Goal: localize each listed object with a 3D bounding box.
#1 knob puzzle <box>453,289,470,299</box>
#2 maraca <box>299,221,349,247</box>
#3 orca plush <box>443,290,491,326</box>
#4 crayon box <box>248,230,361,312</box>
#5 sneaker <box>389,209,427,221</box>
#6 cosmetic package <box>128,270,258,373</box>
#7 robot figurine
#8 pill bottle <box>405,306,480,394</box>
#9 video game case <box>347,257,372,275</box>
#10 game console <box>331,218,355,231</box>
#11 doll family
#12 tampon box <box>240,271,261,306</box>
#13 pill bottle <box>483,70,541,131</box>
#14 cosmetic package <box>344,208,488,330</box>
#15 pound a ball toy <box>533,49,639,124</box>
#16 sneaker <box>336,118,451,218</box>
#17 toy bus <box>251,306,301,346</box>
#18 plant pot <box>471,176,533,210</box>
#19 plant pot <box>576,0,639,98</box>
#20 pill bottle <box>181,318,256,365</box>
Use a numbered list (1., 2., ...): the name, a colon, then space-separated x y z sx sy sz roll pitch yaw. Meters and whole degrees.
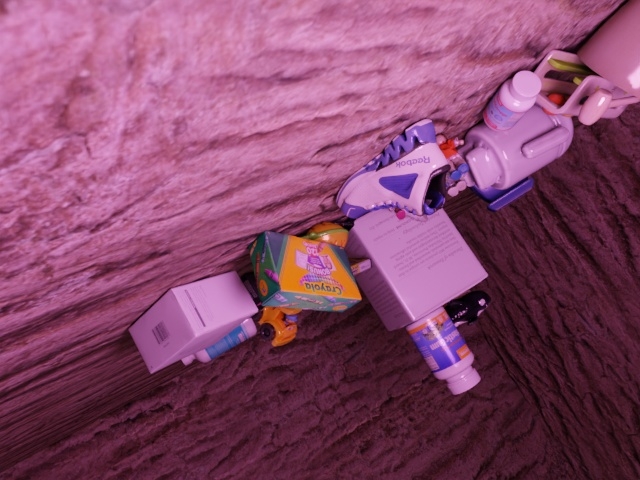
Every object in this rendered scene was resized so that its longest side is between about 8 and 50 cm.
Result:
1. knob puzzle: 0.473 0.254 1.882 0.213 0.029 0.213 -23 158 -10
2. maraca: 0.000 0.000 1.353 0.186 0.099 0.127 -5 153 -41
3. orca plush: 0.473 0.246 1.752 0.288 0.102 0.151 -23 -152 20
4. crayon box: -0.036 0.085 1.206 0.279 0.165 0.081 12 140 -43
5. sneaker: 0.273 -0.112 1.572 0.094 0.080 0.212 -24 144 32
6. cosmetic package: -0.329 0.206 1.247 0.224 0.138 0.225 -39 166 31
7. robot figurine: 0.559 -0.280 1.361 0.354 0.199 0.300 -31 -159 -6
8. pill bottle: 0.424 0.376 1.632 0.152 0.271 0.152 -30 169 -6
9. video game case: -0.011 0.099 1.573 0.275 0.035 0.248 0 -168 38
10. game console: 0.067 -0.056 1.512 0.108 0.071 0.122 4 157 -16
11. doll family: 0.273 -0.161 1.248 0.263 0.163 0.118 -37 139 20
12. tampon box: -0.222 0.175 1.501 0.161 0.101 0.120 -38 168 30
13. pill bottle: 0.461 -0.335 1.152 0.087 0.087 0.160 -30 169 -9
14. cosmetic package: 0.314 0.074 1.759 0.328 0.393 0.329 -29 170 -15
15. pound a ball toy: 0.647 -0.338 1.158 0.320 0.208 0.135 -8 141 -35
16. sneaker: 0.182 -0.113 1.117 0.128 0.182 0.315 -19 163 -45
17. toy bus: -0.143 0.250 1.784 0.211 0.220 0.150 -44 160 24
18. plant pot: 0.746 -0.250 1.994 0.236 0.212 0.236 -34 169 16
19. plant pot: 0.778 -0.479 1.063 0.257 0.256 0.273 -22 149 -44
20. pill bottle: -0.365 0.322 1.648 0.264 0.146 0.146 -29 169 -16
